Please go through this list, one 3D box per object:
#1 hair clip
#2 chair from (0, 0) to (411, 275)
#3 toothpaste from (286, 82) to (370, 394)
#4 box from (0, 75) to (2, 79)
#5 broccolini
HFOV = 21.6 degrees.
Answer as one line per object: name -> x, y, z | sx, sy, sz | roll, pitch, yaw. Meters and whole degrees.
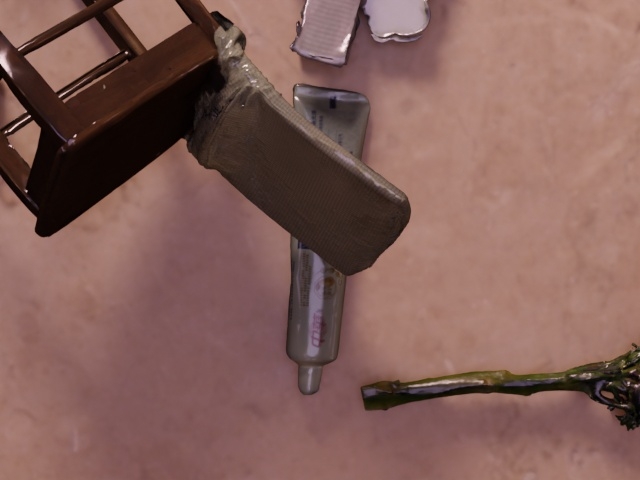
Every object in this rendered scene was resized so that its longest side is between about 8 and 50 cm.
hair clip -> 0.031, -0.235, 1.248 | 0.140, 0.054, 0.220 | 16, 89, 3
chair -> -0.113, -0.071, 1.162 | 0.186, 0.160, 0.319 | -37, 82, -27
toothpaste -> 0.000, 0.000, 1.262 | 0.060, 0.038, 0.233 | 5, 89, -5
box -> -0.417, -0.157, 1.243 | 0.325, 0.047, 0.180 | 39, 91, -1
broccolini -> 0.159, 0.111, 1.276 | 0.254, 0.071, 0.057 | -5, 134, 6
